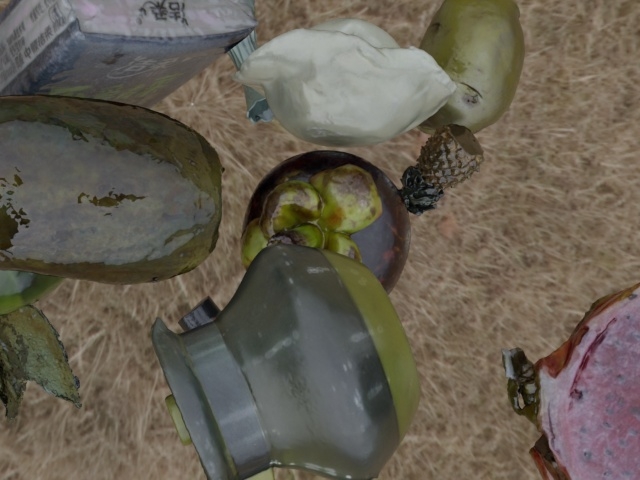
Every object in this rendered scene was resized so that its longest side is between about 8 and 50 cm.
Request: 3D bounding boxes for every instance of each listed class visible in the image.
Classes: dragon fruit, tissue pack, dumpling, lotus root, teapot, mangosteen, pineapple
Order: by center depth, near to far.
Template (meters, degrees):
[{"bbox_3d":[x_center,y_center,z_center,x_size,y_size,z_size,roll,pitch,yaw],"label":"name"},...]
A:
[{"bbox_3d":[0.134,0.071,0.436,0.096,0.102,0.147,10,72,21],"label":"dragon fruit"},{"bbox_3d":[-0.014,0.086,0.490,0.119,0.130,0.166,-21,102,-11],"label":"teapot"},{"bbox_3d":[-0.221,-0.047,0.850,0.274,0.160,0.152,1,135,-17],"label":"lotus root"},{"bbox_3d":[0.000,0.000,1.019,0.192,0.217,0.192,2,99,10],"label":"mangosteen"},{"bbox_3d":[0.021,-0.172,1.033,0.250,0.162,0.132,5,78,15],"label":"dumpling"},{"bbox_3d":[0.128,-0.072,1.163,0.074,0.074,0.159,36,123,-11],"label":"pineapple"},{"bbox_3d":[-0.309,-0.226,1.248,0.288,0.394,0.124,-19,86,-47],"label":"tissue pack"}]

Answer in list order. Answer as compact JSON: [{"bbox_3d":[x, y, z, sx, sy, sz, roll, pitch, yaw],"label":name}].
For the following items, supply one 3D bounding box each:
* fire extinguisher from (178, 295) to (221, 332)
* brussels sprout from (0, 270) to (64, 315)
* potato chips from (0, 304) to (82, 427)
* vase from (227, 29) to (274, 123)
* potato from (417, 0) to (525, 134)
[{"bbox_3d":[-0.090,0.145,1.095,0.062,0.050,0.177,-39,94,-10],"label":"fire extinguisher"},{"bbox_3d":[-0.354,-0.037,1.082,0.210,0.271,0.220,9,115,30],"label":"brussels sprout"},{"bbox_3d":[-0.431,0.182,1.400,0.029,0.220,0.202,-24,95,12],"label":"potato chips"},{"bbox_3d":[-0.106,-0.265,1.478,0.081,0.081,0.149,-24,72,-4],"label":"vase"},{"bbox_3d":[0.188,-0.230,1.239,0.137,0.154,0.200,22,92,-41],"label":"potato"}]
